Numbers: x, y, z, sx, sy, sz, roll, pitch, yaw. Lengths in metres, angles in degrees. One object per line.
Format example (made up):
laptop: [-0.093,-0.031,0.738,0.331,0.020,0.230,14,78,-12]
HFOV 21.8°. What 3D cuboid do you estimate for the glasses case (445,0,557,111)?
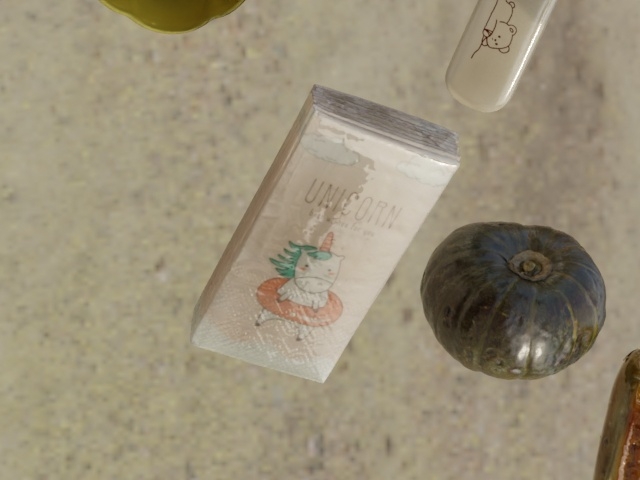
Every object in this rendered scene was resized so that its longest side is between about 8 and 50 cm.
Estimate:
glasses case: [0.207,-0.238,1.857,0.196,0.083,0.050,-68,171,24]

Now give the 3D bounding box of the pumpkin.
pumpkin: [0.222,0.074,1.910,0.219,0.219,0.162,-54,155,-50]

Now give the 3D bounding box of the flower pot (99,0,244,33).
flower pot: [-0.151,-0.346,1.779,0.179,0.195,0.195,-81,154,-55]

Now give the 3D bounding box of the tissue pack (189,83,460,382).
tissue pack: [0.000,0.000,1.739,0.170,0.325,0.071,20,34,-17]

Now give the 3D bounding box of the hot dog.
hot dog: [0.402,0.291,1.972,0.117,0.158,0.349,-45,145,-69]
